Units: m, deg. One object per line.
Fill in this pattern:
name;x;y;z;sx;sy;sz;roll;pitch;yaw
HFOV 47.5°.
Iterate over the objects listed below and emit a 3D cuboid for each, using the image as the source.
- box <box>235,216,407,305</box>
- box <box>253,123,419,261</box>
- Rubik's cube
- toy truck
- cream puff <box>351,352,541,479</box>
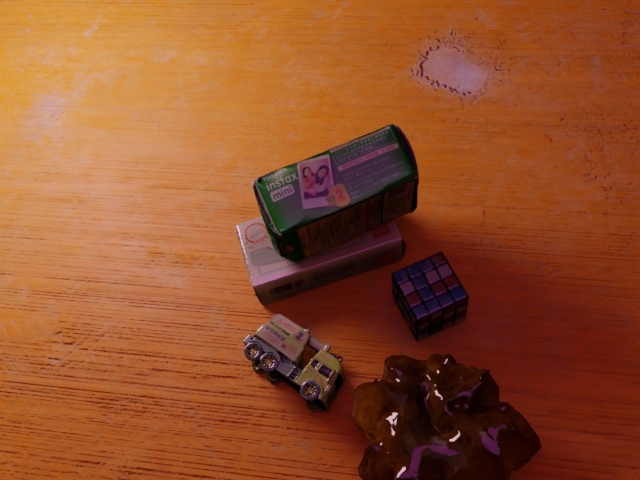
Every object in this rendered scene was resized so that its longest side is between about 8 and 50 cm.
box;0.000;0.000;1.244;0.270;0.079;0.135;-18;61;-2
box;0.030;-0.068;1.132;0.250;0.180;0.103;-23;73;-4
Rubik's cube;0.173;0.090;1.163;0.092;0.092;0.092;-23;61;-5
toy truck;-0.037;0.186;1.147;0.169;0.077;0.100;30;70;23
cream puff;0.173;0.275;1.033;0.269;0.154;0.241;-2;55;14
